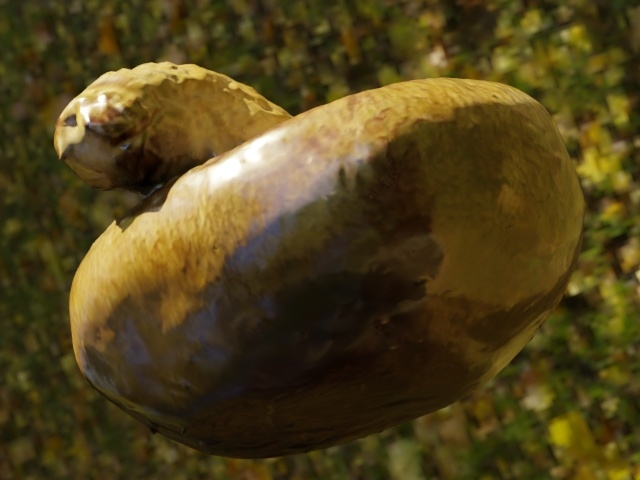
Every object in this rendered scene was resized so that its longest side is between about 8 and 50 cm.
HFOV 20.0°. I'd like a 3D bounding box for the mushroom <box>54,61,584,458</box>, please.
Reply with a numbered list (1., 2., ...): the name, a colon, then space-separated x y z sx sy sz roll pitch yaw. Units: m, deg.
1. mushroom: 0.006 0.024 1.147 0.345 0.345 0.239 173 105 -66
